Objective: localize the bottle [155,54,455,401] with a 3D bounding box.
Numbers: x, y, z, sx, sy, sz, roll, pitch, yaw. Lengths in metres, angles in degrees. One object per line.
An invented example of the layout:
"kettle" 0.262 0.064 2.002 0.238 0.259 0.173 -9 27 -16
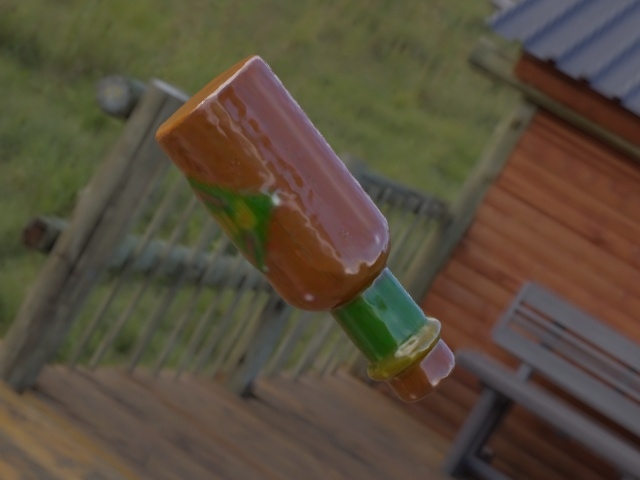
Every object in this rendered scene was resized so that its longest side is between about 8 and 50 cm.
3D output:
"bottle" 0.000 0.000 0.784 0.187 0.069 0.069 51 6 -9
